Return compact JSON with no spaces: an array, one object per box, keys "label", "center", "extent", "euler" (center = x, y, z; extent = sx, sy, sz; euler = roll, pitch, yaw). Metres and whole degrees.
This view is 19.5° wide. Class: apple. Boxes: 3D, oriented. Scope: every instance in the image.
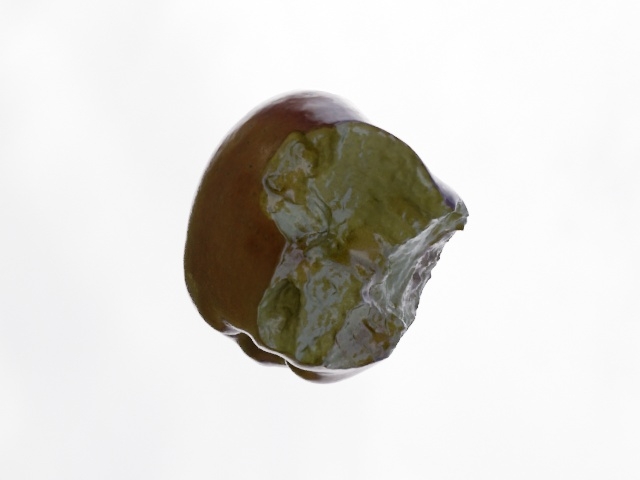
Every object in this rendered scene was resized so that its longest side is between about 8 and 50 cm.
[{"label":"apple","center":[-0.006,0.000,1.126],"extent":[0.158,0.156,0.147],"euler":[-50,-135,-4]}]
